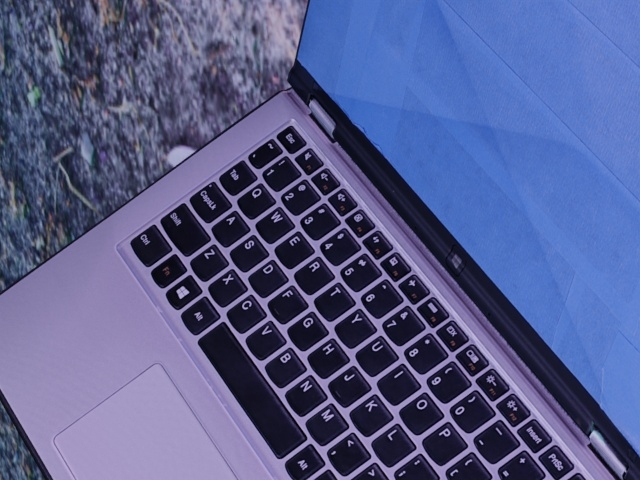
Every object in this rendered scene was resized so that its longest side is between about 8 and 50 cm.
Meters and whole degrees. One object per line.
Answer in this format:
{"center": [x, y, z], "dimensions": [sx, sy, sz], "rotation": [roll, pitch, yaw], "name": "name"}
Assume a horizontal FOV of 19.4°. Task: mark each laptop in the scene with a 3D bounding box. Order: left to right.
{"center": [0.000, 0.000, 0.971], "dimensions": [0.382, 0.408, 0.236], "rotation": [52, 176, 38], "name": "laptop"}
